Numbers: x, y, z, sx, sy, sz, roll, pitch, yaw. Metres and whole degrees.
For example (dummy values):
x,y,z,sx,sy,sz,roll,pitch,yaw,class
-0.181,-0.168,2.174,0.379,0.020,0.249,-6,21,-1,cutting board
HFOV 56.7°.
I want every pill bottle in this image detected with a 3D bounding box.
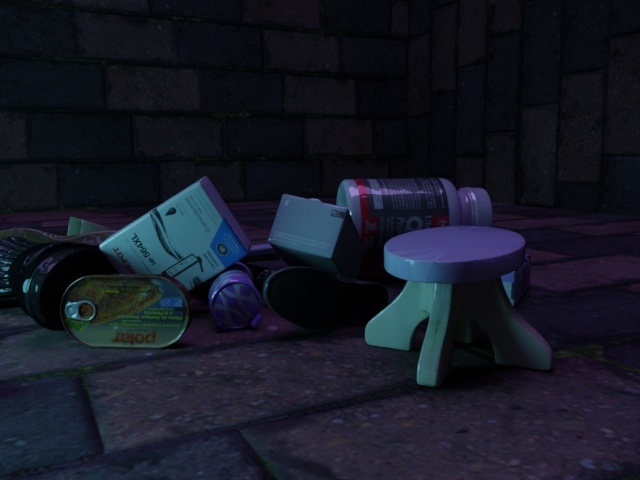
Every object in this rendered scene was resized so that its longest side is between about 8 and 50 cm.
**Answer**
x,y,z,sx,sy,sz,roll,pitch,yaw,class
0.202,-0.050,1.304,0.318,0.176,0.176,-2,8,-7,pill bottle

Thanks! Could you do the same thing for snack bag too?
x,y,z,sx,sy,sz,roll,pitch,yaw,class
-0.201,0.040,1.295,0.323,0.037,0.342,-7,-2,-45,snack bag

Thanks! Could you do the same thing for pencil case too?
x,y,z,sx,sy,sz,roll,pitch,yaw,class
-0.146,0.089,1.015,0.088,0.086,0.206,33,3,-14,pencil case

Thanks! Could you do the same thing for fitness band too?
x,y,z,sx,sy,sz,roll,pitch,yaw,class
0.131,0.045,1.419,0.290,0.054,0.209,-1,11,1,fitness band

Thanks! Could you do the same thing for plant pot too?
x,y,z,sx,sy,sz,roll,pitch,yaw,class
-0.623,0.000,1.607,0.096,0.109,0.109,10,0,-39,plant pot

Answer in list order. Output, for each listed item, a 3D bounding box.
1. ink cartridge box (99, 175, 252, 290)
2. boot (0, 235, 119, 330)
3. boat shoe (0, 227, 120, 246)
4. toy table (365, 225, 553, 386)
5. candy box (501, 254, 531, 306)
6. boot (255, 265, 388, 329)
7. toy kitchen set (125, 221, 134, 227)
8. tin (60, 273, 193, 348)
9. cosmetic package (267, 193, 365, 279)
x,y,z,sx,sy,sz,roll,pitch,yaw,class
-0.242,0.008,1.010,0.203,0.148,0.086,-32,13,5,ink cartridge box
-0.492,0.067,1.018,0.260,0.131,0.348,3,4,3,boot
-0.575,0.050,1.278,0.341,0.122,0.110,0,-29,-15,boat shoe
0.183,0.077,0.799,0.252,0.161,0.274,6,11,38,toy table
0.309,0.070,1.149,0.164,0.070,0.196,4,9,26,candy box
-0.039,0.086,1.004,0.263,0.091,0.229,13,-3,-40,boot
-0.469,-0.019,1.786,0.207,0.122,0.166,-23,13,-9,toy kitchen set
-0.279,0.102,0.860,0.189,0.106,0.040,1,1,4,tin
0.000,0.010,1.109,0.127,0.107,0.238,13,-13,18,cosmetic package
